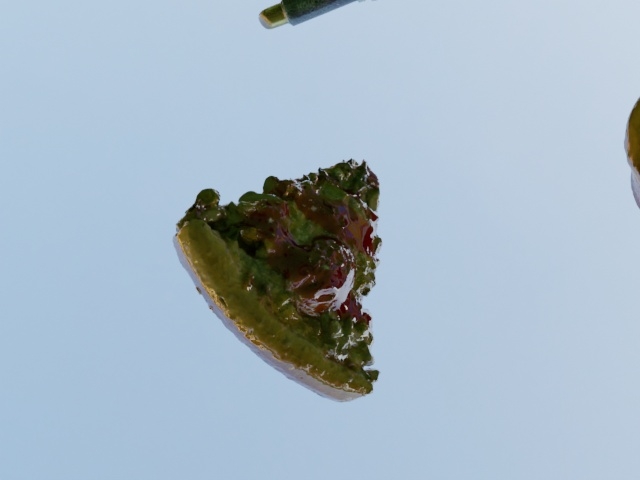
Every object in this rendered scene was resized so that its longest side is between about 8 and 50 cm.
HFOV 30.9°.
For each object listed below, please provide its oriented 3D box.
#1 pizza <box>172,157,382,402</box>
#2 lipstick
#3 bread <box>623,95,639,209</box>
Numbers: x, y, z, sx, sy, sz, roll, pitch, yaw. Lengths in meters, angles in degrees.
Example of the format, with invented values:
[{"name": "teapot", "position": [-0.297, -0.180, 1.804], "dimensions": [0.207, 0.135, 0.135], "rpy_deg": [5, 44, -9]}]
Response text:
[{"name": "pizza", "position": [0.000, 0.000, 0.826], "dimensions": [0.062, 0.188, 0.199], "rpy_deg": [-26, -152, 45]}, {"name": "lipstick", "position": [0.005, -0.191, 0.901], "dimensions": [0.116, 0.037, 0.037], "rpy_deg": [-21, -128, 9]}, {"name": "bread", "position": [0.407, -0.057, 1.079], "dimensions": [0.195, 0.142, 0.269], "rpy_deg": [-49, -124, 2]}]
